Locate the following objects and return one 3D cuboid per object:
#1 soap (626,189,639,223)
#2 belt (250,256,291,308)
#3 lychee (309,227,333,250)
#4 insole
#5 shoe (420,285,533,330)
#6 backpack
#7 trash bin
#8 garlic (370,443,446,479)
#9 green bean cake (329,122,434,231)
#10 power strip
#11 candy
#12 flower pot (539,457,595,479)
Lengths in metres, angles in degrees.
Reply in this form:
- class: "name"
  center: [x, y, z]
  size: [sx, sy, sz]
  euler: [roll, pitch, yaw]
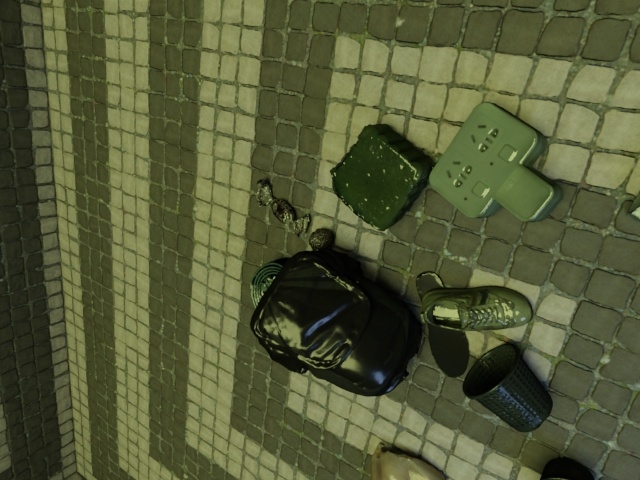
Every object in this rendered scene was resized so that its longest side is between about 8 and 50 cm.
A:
- class: "soap"
  center: [0.718, -0.090, 0.831]
  size: [0.145, 0.091, 0.230]
  euler: [42, 121, 16]
- class: "belt"
  center: [-0.115, 0.190, 1.425]
  size: [0.206, 0.116, 0.268]
  euler: [-20, 90, 30]
- class: "lychee"
  center: [0.000, 0.000, 1.331]
  size: [0.083, 0.068, 0.067]
  euler: [-28, 129, 32]
- class: "insole"
  center: [0.333, 0.233, 1.215]
  size: [0.110, 0.012, 0.310]
  euler: [-19, 93, 32]
- class: "shoe"
  center: [0.383, 0.180, 1.113]
  size: [0.274, 0.098, 0.103]
  euler: [-6, 103, 27]
- class: "backpack"
  center: [0.059, 0.237, 1.228]
  size: [0.445, 0.255, 0.363]
  euler: [32, 83, 12]
- class: "trash bin"
  center: [0.471, 0.370, 1.088]
  size: [0.161, 0.175, 0.175]
  euler: [44, 123, 0]
- class: "garlic"
  center: [0.245, 0.751, 1.365]
  size: [0.228, 0.110, 0.217]
  euler: [30, 121, 22]
- class: "green bean cake"
  center: [0.151, -0.164, 1.151]
  size: [0.222, 0.125, 0.227]
  euler: [43, 124, 13]
- class: "power strip"
  center: [0.417, -0.151, 1.003]
  size: [0.261, 0.141, 0.229]
  euler: [47, 123, 29]
- class: "candy"
  center: [-0.124, -0.103, 1.387]
  size: [0.226, 0.051, 0.094]
  euler: [43, 119, 15]
- class: "flower pot"
  center: [0.611, 0.620, 1.093]
  size: [0.157, 0.107, 0.157]
  euler: [10, 112, 28]
